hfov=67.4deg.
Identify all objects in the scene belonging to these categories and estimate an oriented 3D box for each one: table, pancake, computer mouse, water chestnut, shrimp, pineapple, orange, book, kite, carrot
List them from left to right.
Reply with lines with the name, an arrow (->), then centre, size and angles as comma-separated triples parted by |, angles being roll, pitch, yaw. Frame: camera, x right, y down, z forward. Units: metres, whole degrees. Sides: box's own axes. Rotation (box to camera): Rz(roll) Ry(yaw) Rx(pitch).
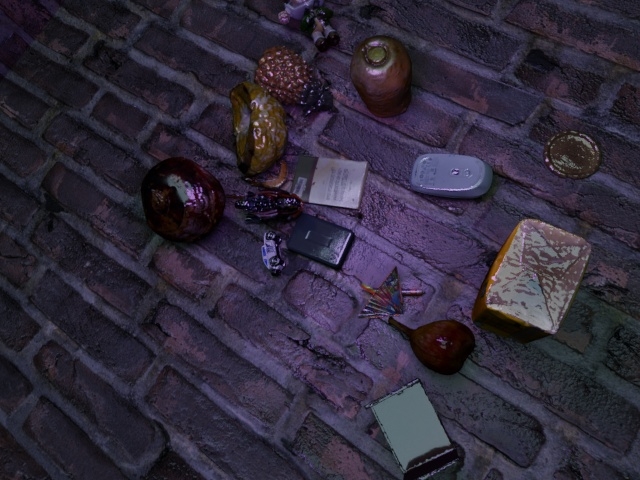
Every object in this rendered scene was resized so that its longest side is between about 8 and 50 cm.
water chestnut -> -0.520, -0.166, 1.871 | 0.351, 0.302, 0.350 | 7, 112, 19
orange -> -0.232, -0.439, 1.874 | 0.211, 0.271, 0.368 | -2, 78, -20
shrimp -> -0.220, -0.284, 1.954 | 0.195, 0.035, 0.147 | 9, 75, 16
pineapple -> -0.085, -0.618, 1.945 | 0.357, 0.223, 0.223 | 37, 85, 9
book -> 0.031, -0.231, 1.884 | 0.290, 0.026, 0.201 | 10, 77, 15
carrot -> 0.231, -0.601, 1.784 | 0.224, 0.341, 0.224 | -3, 78, 13
kite -> 0.226, 0.197, 1.701 | 0.183, 0.014, 0.241 | 31, 103, 7
table -> 0.274, 0.574, 1.459 | 0.196, 0.282, 0.250 | -27, 71, 4
computer mouse -> 0.475, -0.231, 1.748 | 0.289, 0.097, 0.159 | 7, 77, 26
pancake -> 0.897, -0.307, 1.711 | 0.199, 0.021, 0.199 | -4, 74, 13

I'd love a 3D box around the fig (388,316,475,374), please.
fig -> 0.365, 0.343, 1.602 | 0.290, 0.191, 0.190 | -6, 69, 50

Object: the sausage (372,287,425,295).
sausage -> 0.273, 0.182, 1.710 | 0.199, 0.025, 0.028 | -1, 82, 13

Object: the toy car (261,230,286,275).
toy car -> -0.181, 0.051, 1.824 | 0.070, 0.080, 0.170 | -14, 73, 11

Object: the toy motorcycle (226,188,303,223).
toy motorcycle -> -0.219, -0.133, 1.848 | 0.401, 0.207, 0.134 | 0, 87, 30

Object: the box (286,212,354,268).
box -> 0.000, 0.000, 1.812 | 0.230, 0.050, 0.160 | 21, 80, 18

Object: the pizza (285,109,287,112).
pizza -> -0.170, -0.519, 2.020 | 0.083, 0.016, 0.037 | -45, 69, -6

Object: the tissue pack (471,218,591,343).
tissue pack -> 0.618, 0.141, 1.456 | 0.228, 0.382, 0.293 | 26, 81, 17

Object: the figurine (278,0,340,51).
figurine -> -0.041, -0.982, 2.053 | 0.281, 0.167, 0.370 | -28, 78, 5
